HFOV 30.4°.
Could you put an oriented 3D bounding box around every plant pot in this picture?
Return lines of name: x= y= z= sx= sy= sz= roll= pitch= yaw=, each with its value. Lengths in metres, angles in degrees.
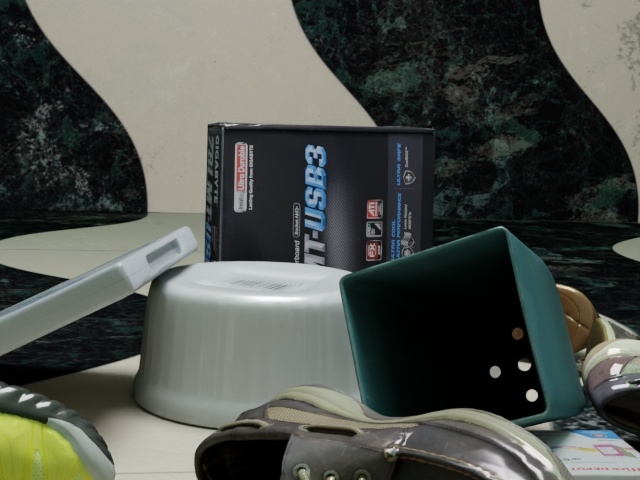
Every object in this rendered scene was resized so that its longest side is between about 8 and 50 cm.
plant pot: x=0.154 y=0.108 z=1.111 sx=0.166 sy=0.165 sz=0.234 roll=-18 pitch=-18 yaw=24

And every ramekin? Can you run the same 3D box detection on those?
ramekin: x=-0.064 y=0.105 z=1.288 sx=0.277 sy=0.135 sz=0.277 roll=3 pitch=7 yaw=0

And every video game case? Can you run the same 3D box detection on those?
video game case: x=-0.306 y=0.081 z=1.229 sx=0.329 sy=0.036 sz=0.300 roll=-25 pitch=4 yaw=8

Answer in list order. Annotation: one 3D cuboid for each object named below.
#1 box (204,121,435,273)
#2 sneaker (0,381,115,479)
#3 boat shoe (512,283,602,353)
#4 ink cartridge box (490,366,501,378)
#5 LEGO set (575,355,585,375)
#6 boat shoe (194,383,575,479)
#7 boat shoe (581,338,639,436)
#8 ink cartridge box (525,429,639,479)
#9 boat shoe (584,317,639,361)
box: x=0.000 y=0.000 z=1.493 sx=0.293 sy=0.295 sz=0.073 roll=0 pitch=6 yaw=-25
sneaker: x=-0.331 y=0.177 z=0.808 sx=0.385 sy=0.145 sz=0.147 roll=8 pitch=42 yaw=-23
boat shoe: x=0.222 y=0.092 z=1.605 sx=0.342 sy=0.123 sz=0.123 roll=7 pitch=-5 yaw=31
ink cartridge box: x=0.140 y=0.144 z=1.352 sx=0.135 sy=0.056 sz=0.099 roll=2 pitch=7 yaw=0
LEGO set: x=0.319 y=0.158 z=1.462 sx=0.083 sy=0.023 sz=0.054 roll=-8 pitch=-3 yaw=37
boat shoe: x=0.031 y=0.188 z=0.820 sx=0.130 sy=0.132 sz=0.355 roll=-15 pitch=7 yaw=-34
boat shoe: x=0.394 y=0.169 z=1.130 sx=0.285 sy=0.103 sz=0.092 roll=13 pitch=32 yaw=4
ink cartridge box: x=0.224 y=0.199 z=0.982 sx=0.088 sy=0.052 sz=0.122 roll=1 pitch=9 yaw=-9
boat shoe: x=0.351 y=0.149 z=1.331 sx=0.073 sy=0.080 sz=0.223 roll=8 pitch=13 yaw=0
